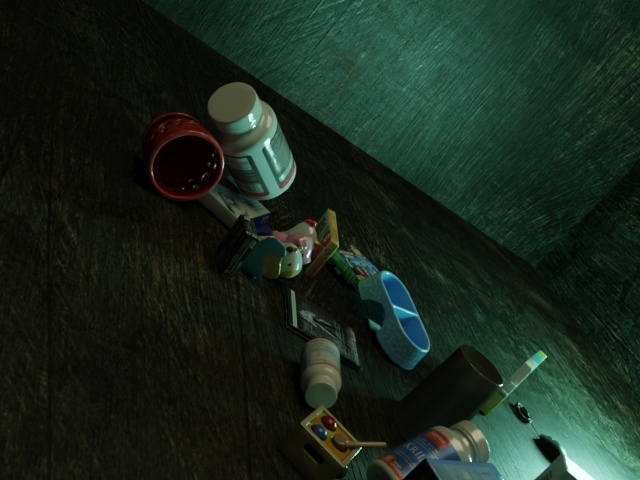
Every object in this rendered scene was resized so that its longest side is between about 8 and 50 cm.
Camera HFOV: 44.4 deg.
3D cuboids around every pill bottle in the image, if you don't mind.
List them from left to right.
[{"bbox_3d":[-0.184,-0.260,2.056,0.176,0.176,0.319,52,-8,32],"label":"pill bottle"},{"bbox_3d":[0.000,0.280,1.643,0.087,0.087,0.160,35,19,-15],"label":"pill bottle"},{"bbox_3d":[0.208,0.428,1.488,0.221,0.124,0.124,-22,56,-27],"label":"pill bottle"}]

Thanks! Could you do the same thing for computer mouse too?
[{"bbox_3d":[0.664,0.573,2.353,0.071,0.041,0.242,20,26,-45],"label":"computer mouse"}]

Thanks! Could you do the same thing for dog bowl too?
[{"bbox_3d":[0.206,0.208,2.151,0.166,0.074,0.297,24,35,-46],"label":"dog bowl"}]

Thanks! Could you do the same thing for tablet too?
[{"bbox_3d":[0.167,0.251,2.174,0.083,0.006,0.054,33,20,-20],"label":"tablet"}]

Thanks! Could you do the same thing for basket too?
[{"bbox_3d":[0.301,0.363,1.821,0.154,0.227,0.204,43,18,8],"label":"basket"}]

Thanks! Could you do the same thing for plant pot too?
[{"bbox_3d":[-0.351,-0.220,1.956,0.191,0.191,0.174,27,19,-36],"label":"plant pot"}]

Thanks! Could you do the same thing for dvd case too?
[{"bbox_3d":[0.005,0.216,1.914,0.221,0.018,0.165,34,20,-20],"label":"dvd case"}]

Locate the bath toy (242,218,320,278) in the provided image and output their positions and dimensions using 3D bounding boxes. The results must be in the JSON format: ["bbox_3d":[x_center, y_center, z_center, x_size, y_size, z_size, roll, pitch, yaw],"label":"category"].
[{"bbox_3d":[-0.085,0.018,2.027,0.151,0.129,0.348,42,17,8],"label":"bath toy"}]

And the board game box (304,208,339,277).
[{"bbox_3d":[0.000,0.000,2.239,0.039,0.124,0.259,35,19,-13],"label":"board game box"}]

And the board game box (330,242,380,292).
[{"bbox_3d":[0.104,0.086,2.349,0.194,0.060,0.194,14,31,-54],"label":"board game box"}]

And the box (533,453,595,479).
[{"bbox_3d":[0.631,0.648,1.965,0.170,0.130,0.091,41,17,-1],"label":"box"}]

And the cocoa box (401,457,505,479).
[{"bbox_3d":[0.246,0.557,1.254,0.231,0.228,0.347,21,26,-46],"label":"cocoa box"}]

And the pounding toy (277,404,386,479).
[{"bbox_3d":[0.024,0.377,1.439,0.141,0.100,0.130,44,19,11],"label":"pounding toy"}]

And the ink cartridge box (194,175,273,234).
[{"bbox_3d":[-0.218,-0.081,2.124,0.224,0.045,0.223,43,18,6],"label":"ink cartridge box"}]

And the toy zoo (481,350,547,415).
[{"bbox_3d":[0.557,0.413,2.271,0.030,0.192,0.293,45,19,18],"label":"toy zoo"}]

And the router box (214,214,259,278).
[{"bbox_3d":[-0.195,0.014,1.821,0.038,0.122,0.092,24,23,-29],"label":"router box"}]
